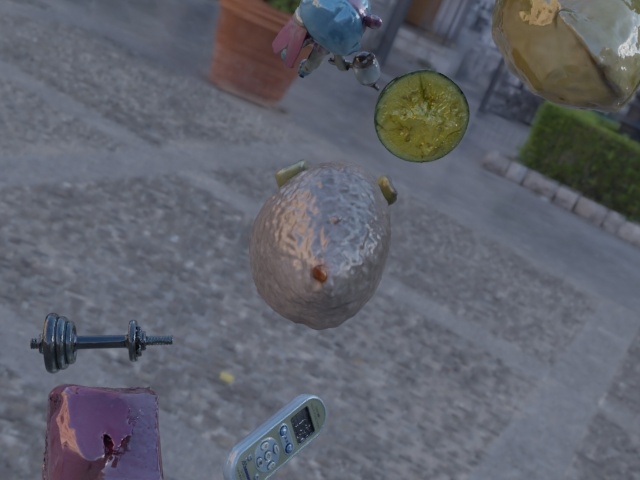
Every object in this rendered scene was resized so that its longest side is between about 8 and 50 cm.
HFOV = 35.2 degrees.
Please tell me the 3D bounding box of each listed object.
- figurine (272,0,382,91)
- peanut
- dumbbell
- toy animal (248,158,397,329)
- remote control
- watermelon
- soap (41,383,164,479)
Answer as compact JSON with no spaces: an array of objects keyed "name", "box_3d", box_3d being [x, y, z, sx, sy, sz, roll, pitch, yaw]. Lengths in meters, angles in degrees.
[{"name":"figurine","box_3d":[0.012,-0.302,1.578,0.205,0.103,0.260,52,-24,-5]},{"name":"peanut","box_3d":[0.259,-0.230,1.069,0.158,0.174,0.340,5,11,11]},{"name":"dumbbell","box_3d":[-0.396,0.184,1.831,0.254,0.110,0.110,-1,18,-4]},{"name":"toy animal","box_3d":[0.001,0.000,1.377,0.188,0.226,0.358,15,5,-8]},{"name":"remote control","box_3d":[-0.080,0.354,1.781,0.047,0.087,0.244,1,26,45]},{"name":"watermelon","box_3d":[0.110,-0.141,1.118,0.105,0.105,0.062,21,20,-7]},{"name":"soap","box_3d":[-0.254,0.277,1.153,0.127,0.325,0.220,0,52,-17]}]
